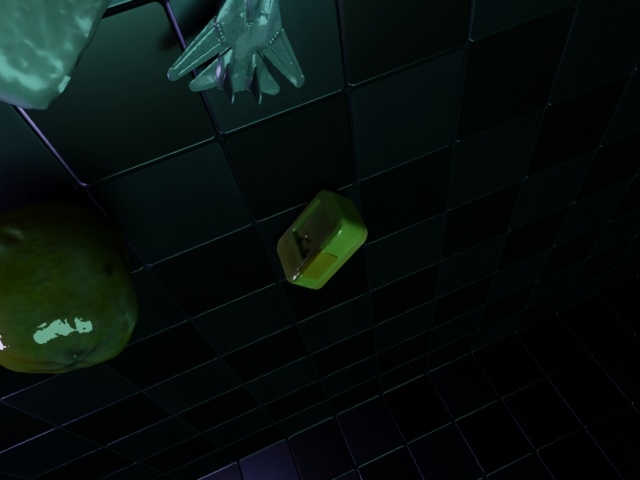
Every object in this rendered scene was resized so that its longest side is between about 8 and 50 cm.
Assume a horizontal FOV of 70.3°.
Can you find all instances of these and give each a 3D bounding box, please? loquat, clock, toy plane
[{"bbox_3d":[-0.433,0.081,0.736,0.275,0.284,0.276,-22,146,-16],"label":"loquat"},{"bbox_3d":[0.000,0.000,1.021,0.096,0.143,0.202,18,125,-41],"label":"clock"},{"bbox_3d":[-0.101,-0.328,0.624,0.212,0.088,0.268,-7,131,-27],"label":"toy plane"}]

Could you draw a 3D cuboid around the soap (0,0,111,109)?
[{"bbox_3d":[-0.325,-0.340,0.270,0.435,0.212,0.351,32,91,-51],"label":"soap"}]
